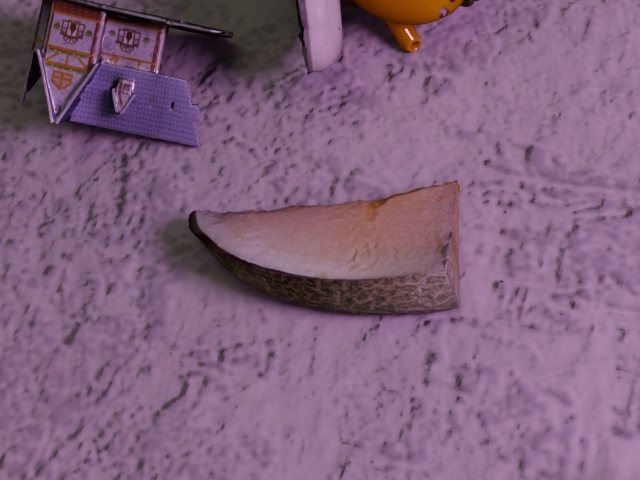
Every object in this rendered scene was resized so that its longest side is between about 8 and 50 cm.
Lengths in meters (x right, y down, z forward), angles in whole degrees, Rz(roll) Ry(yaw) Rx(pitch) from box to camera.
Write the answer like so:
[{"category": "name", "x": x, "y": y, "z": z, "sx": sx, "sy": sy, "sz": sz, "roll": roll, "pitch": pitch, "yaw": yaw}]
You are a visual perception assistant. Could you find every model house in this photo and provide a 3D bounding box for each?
[{"category": "model house", "x": -0.151, "y": -0.122, "z": 1.086, "sx": 0.167, "sy": 0.117, "sz": 0.088, "roll": 11, "pitch": 95, "yaw": -6}]

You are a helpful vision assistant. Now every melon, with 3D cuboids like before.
[{"category": "melon", "x": 0.002, "y": 0.006, "z": 0.996, "sx": 0.182, "sy": 0.054, "sz": 0.098, "roll": -6, "pitch": 51, "yaw": 7}]

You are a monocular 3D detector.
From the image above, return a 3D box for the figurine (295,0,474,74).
[{"category": "figurine", "x": 0.041, "y": -0.240, "z": 1.076, "sx": 0.141, "sy": 0.166, "sz": 0.250, "roll": -9, "pitch": 73, "yaw": 1}]
